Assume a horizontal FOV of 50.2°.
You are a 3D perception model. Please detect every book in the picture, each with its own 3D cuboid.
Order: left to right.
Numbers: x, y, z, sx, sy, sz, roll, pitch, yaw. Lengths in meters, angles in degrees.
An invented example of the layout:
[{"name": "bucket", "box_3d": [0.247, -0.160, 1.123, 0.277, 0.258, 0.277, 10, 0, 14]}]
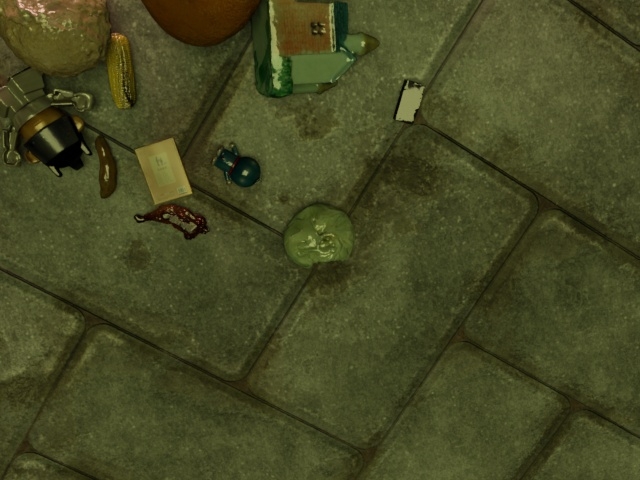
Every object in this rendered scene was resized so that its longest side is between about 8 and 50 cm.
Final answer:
[{"name": "book", "box_3d": [-0.448, -0.197, 1.957, 0.118, 0.012, 0.172, -16, 106, 0]}]

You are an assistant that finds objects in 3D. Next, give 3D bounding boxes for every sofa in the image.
[{"name": "sofa", "box_3d": [0.253, -0.395, 1.947, 0.060, 0.039, 0.117, 14, 104, -7]}]

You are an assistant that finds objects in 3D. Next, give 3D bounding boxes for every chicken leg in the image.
[{"name": "chicken leg", "box_3d": [-0.426, -0.060, 1.977, 0.219, 0.048, 0.089, 18, 100, -9]}]

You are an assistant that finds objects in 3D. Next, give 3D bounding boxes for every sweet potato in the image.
[{"name": "sweet potato", "box_3d": [-0.601, -0.207, 1.922, 0.053, 0.054, 0.182, -5, 103, -13]}]

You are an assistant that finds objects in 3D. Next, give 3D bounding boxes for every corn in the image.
[{"name": "corn", "box_3d": [-0.541, -0.457, 1.852, 0.072, 0.072, 0.203, -5, 106, -3]}]

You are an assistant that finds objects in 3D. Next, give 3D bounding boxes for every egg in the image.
[{"name": "egg", "box_3d": [-0.670, -0.547, 1.719, 0.311, 0.279, 0.279, 20, 103, 7]}]

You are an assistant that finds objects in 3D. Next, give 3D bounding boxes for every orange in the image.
[{"name": "orange", "box_3d": [-0.299, -0.647, 1.679, 0.322, 0.357, 0.321, 5, 74, -16]}]

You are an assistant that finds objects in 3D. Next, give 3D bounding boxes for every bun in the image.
[{"name": "bun", "box_3d": [0.000, 0.000, 1.988, 0.212, 0.126, 0.204, -44, 102, 8]}]

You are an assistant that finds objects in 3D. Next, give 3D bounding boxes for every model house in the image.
[{"name": "model house", "box_3d": [-0.005, -0.524, 1.841, 0.325, 0.194, 0.267, -6, 103, -17]}]

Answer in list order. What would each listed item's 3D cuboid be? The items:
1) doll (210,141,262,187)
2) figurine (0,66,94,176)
[{"name": "doll", "box_3d": [-0.233, -0.206, 1.939, 0.152, 0.085, 0.114, 28, 90, -1]}, {"name": "figurine", "box_3d": [-0.749, -0.309, 1.838, 0.309, 0.143, 0.308, 5, 110, 13]}]
